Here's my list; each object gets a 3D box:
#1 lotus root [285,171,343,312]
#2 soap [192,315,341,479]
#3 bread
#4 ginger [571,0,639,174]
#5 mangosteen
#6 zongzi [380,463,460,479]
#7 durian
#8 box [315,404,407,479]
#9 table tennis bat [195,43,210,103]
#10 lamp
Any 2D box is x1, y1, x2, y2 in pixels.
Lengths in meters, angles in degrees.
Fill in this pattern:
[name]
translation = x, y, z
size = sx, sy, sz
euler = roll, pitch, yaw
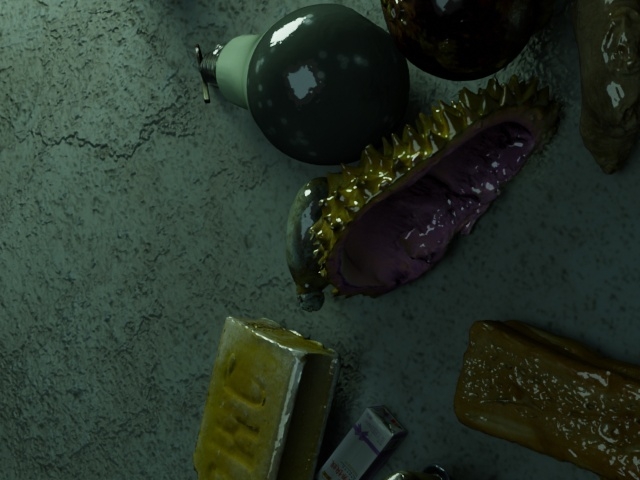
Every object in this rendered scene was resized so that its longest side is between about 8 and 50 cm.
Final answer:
[lotus root]
translation = -0.002, -0.001, 1.842
size = 0.088, 0.088, 0.165
euler = 19, 101, 35
[soap]
translation = -0.072, 0.233, 1.879
size = 0.160, 0.080, 0.257
euler = 22, 101, 50
[bread]
translation = 0.264, 0.176, 1.652
size = 0.271, 0.077, 0.139
euler = 17, 103, 37
[ginger]
translation = 0.294, -0.174, 1.608
size = 0.074, 0.137, 0.213
euler = 2, 91, 0
[mangosteen]
translation = 0.171, -0.265, 1.671
size = 0.192, 0.217, 0.192
euler = 172, 90, -72
[zongzi]
translation = 0.015, 0.445, 1.778
size = 0.432, 0.208, 0.403
euler = -4, 82, 48
[durian]
translation = 0.098, -0.072, 1.720
size = 0.341, 0.191, 0.112
euler = -47, 49, 28
[box]
translation = 0.046, 0.246, 1.835
size = 0.050, 0.036, 0.117
euler = 49, 117, 26
[table tennis bat]
translation = -0.145, -0.204, 1.970
size = 0.007, 0.050, 0.083
euler = -12, 61, 1
[lamp]
translation = -0.014, -0.183, 1.838
size = 0.314, 0.182, 0.182
euler = -154, 73, -68
